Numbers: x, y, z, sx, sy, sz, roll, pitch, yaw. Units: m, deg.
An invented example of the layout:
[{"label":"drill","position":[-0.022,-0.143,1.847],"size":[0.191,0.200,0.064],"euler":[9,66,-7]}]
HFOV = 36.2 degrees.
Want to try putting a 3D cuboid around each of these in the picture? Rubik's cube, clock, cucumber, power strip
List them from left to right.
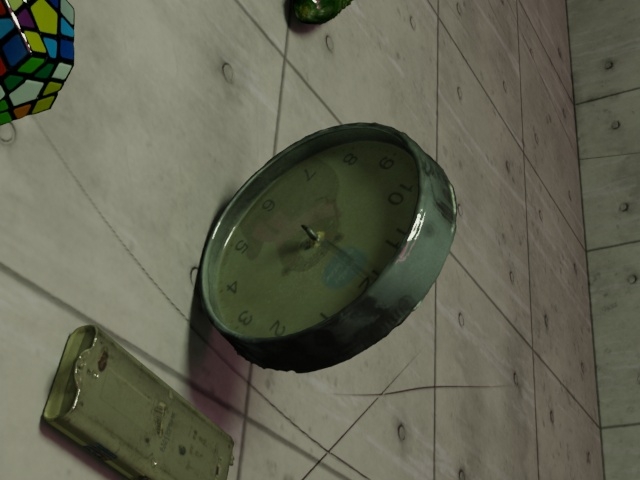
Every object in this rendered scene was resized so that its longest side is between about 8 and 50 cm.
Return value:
[{"label":"Rubik's cube","position":[-0.250,-0.153,0.744],"size":[0.112,0.133,0.133],"euler":[10,67,-32]},{"label":"power strip","position":[-0.146,0.178,0.885],"size":[0.268,0.034,0.092],"euler":[50,37,-42]},{"label":"clock","position":[0.000,0.000,0.979],"size":[0.055,0.280,0.281],"euler":[47,40,-39]},{"label":"cucumber","position":[0.014,-0.350,1.393],"size":[0.069,0.069,0.227],"euler":[69,26,-15]}]
